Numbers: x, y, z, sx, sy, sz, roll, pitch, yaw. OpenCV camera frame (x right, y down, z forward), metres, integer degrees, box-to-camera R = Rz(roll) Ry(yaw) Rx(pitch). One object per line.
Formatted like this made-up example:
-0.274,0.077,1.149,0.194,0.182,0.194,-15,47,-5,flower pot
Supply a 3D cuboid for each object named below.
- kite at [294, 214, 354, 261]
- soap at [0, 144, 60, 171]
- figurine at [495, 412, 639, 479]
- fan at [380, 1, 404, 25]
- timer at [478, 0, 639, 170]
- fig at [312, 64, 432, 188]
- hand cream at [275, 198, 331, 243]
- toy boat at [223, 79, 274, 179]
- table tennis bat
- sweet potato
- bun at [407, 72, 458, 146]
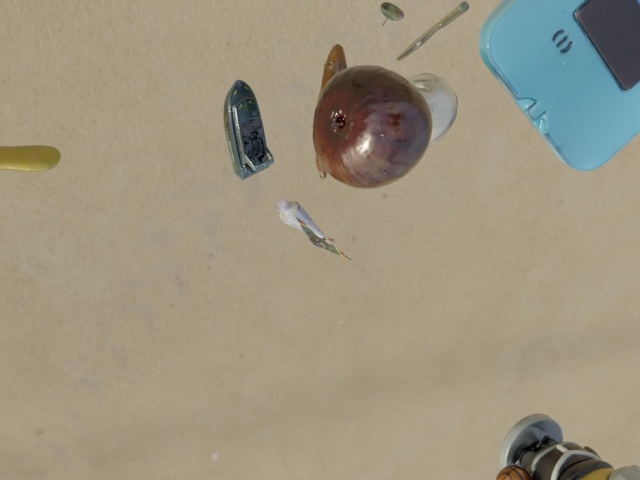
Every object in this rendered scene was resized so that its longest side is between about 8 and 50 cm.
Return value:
0.000,0.000,1.056,0.122,0.090,0.004,39,73,-15,kite
-0.269,-0.071,0.581,0.089,0.034,0.012,0,135,-2,soap
0.370,0.367,0.987,0.176,0.236,0.133,-21,114,-19,figurine
0.162,-0.548,1.623,0.080,0.060,0.003,-28,165,-28,fan
0.321,-0.237,0.788,0.250,0.091,0.232,-44,114,3,timer
0.098,-0.213,1.263,0.214,0.235,0.235,-11,132,-21,fig
-0.041,-0.042,1.468,0.142,0.084,0.053,37,84,-39,hand cream
-0.174,-0.261,1.596,0.093,0.103,0.246,-31,128,-34,toy boat
0.265,-0.497,1.598,0.022,0.246,0.138,48,63,-11,table tennis bat
0.038,-0.337,1.805,0.112,0.112,0.359,3,108,-23,sweet potato
0.214,-0.298,1.516,0.119,0.173,0.173,26,116,-38,bun
